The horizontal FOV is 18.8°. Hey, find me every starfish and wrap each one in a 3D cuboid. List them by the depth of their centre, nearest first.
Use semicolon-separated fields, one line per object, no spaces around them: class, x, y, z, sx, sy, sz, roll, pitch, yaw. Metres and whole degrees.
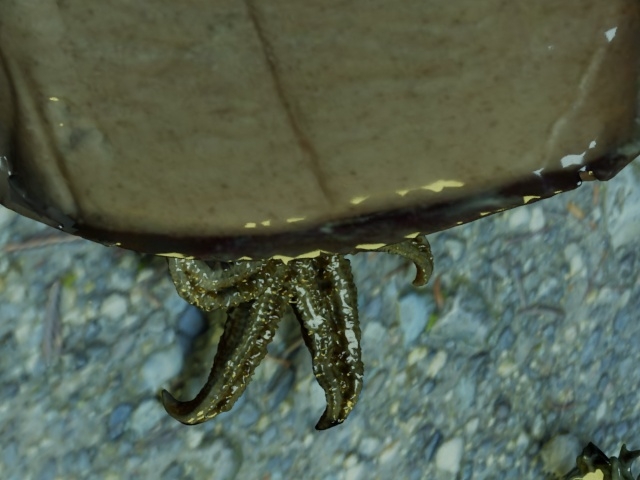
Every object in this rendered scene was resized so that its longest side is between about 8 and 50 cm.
starfish;-0.006;-0.003;0.980;0.213;0.057;0.238;-20;127;-46

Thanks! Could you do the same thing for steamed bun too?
steamed bun;-0.006;-0.137;0.787;0.199;0.301;0.251;-82;165;-56

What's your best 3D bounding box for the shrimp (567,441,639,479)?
shrimp;0.267;0.167;1.317;0.360;0.085;0.246;25;82;-51
